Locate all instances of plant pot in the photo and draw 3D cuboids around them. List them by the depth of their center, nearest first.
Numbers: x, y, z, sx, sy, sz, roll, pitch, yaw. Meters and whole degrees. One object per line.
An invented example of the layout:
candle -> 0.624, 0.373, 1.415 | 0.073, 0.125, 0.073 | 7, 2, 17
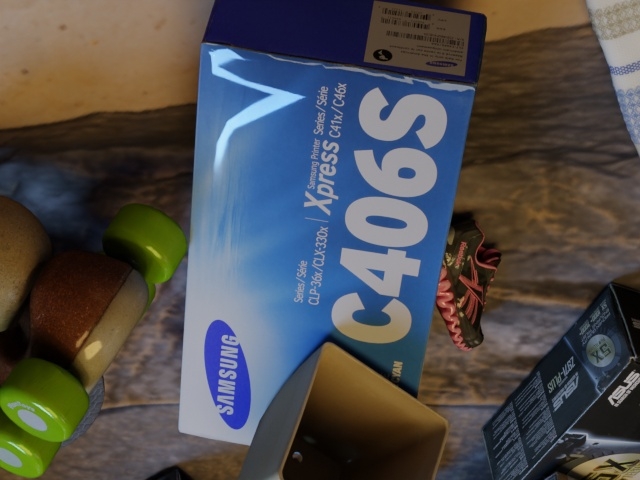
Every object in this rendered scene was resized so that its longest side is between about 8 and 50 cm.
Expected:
plant pot -> 0.004, 0.151, 1.210 | 0.109, 0.109, 0.096 | 34, 142, -19

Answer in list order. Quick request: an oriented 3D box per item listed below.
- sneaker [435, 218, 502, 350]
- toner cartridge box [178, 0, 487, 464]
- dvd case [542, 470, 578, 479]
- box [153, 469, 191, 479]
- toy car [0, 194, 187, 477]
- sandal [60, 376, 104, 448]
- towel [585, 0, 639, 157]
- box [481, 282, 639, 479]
sneaker -> 0.105, 0.030, 1.290 | 0.057, 0.047, 0.119 | -24, 135, -2
toner cartridge box -> 0.000, 0.000, 1.191 | 0.165, 0.075, 0.348 | 10, 133, 4
dvd case -> 0.207, 0.256, 1.436 | 0.221, 0.018, 0.164 | 25, 132, -31
box -> -0.151, 0.296, 1.453 | 0.207, 0.108, 0.153 | -29, 132, 17
toy car -> -0.207, 0.026, 1.148 | 0.188, 0.155, 0.149 | 33, 149, -5
sandal -> -0.231, 0.043, 1.243 | 0.097, 0.054, 0.254 | -30, 122, 9
towel -> 0.281, -0.141, 1.159 | 0.209, 0.034, 0.285 | -19, 132, 12
box -> 0.234, 0.134, 1.384 | 0.147, 0.077, 0.180 | 19, 128, -25
